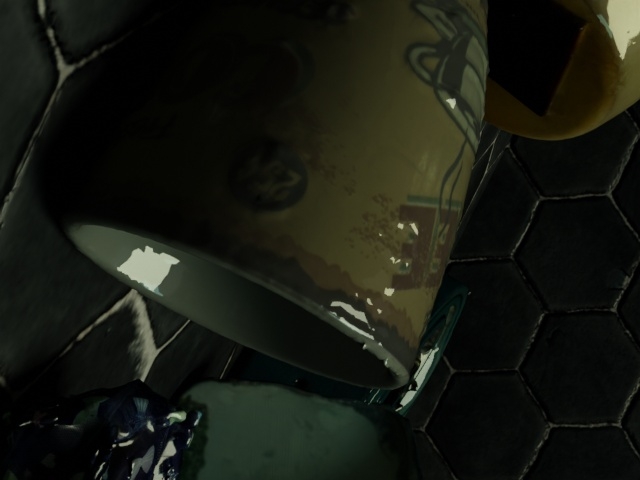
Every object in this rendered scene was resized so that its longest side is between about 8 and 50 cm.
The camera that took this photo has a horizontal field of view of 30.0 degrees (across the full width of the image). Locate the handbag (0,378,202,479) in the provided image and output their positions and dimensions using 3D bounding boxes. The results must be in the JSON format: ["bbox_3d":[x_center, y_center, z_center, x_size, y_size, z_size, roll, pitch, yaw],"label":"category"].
[{"bbox_3d":[-0.189,0.208,0.812,0.260,0.113,0.162,-62,158,14],"label":"handbag"}]

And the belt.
[{"bbox_3d":[0.013,0.180,1.446,0.436,0.173,0.300,-52,163,-37],"label":"belt"}]

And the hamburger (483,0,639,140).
[{"bbox_3d":[0.173,-0.227,0.973,0.176,0.300,0.300,-44,162,-19],"label":"hamburger"}]

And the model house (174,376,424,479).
[{"bbox_3d":[-0.050,0.302,1.212,0.184,0.253,0.291,-97,-163,-46],"label":"model house"}]

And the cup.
[{"bbox_3d":[-0.011,-0.058,0.782,0.257,0.227,0.301,-63,-169,-16],"label":"cup"}]
